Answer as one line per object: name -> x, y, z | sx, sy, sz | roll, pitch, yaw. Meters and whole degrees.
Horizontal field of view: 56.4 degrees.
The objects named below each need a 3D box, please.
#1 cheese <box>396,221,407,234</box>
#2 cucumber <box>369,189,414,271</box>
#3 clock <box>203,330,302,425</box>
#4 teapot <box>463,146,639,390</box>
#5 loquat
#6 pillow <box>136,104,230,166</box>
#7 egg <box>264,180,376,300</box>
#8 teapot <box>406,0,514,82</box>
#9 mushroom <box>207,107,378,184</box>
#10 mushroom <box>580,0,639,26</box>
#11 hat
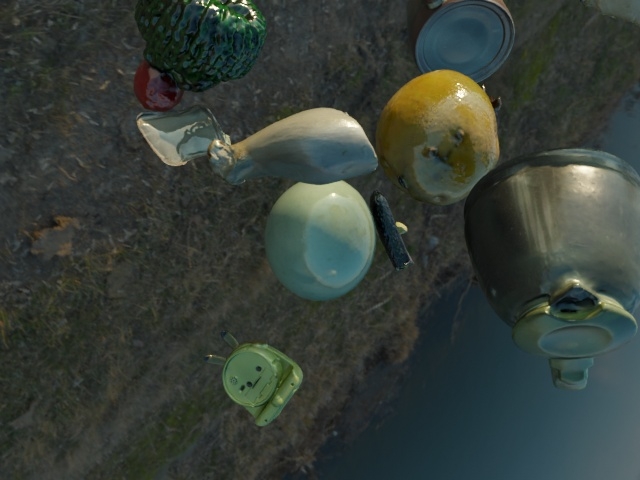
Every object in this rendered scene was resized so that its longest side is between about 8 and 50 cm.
cheese -> 0.220, -0.018, 1.732 | 0.030, 0.044, 0.083 | -74, -173, -46
cucumber -> 0.187, -0.022, 1.639 | 0.067, 0.067, 0.245 | -35, 109, -30
clock -> -0.172, 0.326, 1.463 | 0.170, 0.232, 0.069 | -56, 168, 10
teapot -> 0.307, 0.059, 0.816 | 0.321, 0.240, 0.239 | 107, -8, -54
loquat -> 0.218, -0.188, 1.079 | 0.244, 0.244, 0.243 | -20, 121, -38
pillow -> -0.281, -0.224, 1.257 | 0.130, 0.038, 0.233 | 60, 34, -2
egg -> 0.000, 0.000, 1.475 | 0.276, 0.276, 0.389 | -43, 163, -23
teapot -> 0.295, -0.580, 1.446 | 0.233, 0.312, 0.315 | -29, 133, 23
mushroom -> -0.040, -0.114, 0.795 | 0.116, 0.225, 0.093 | 76, 7, -58
mushroom -> 0.434, -0.376, 0.761 | 0.151, 0.286, 0.156 | -57, 163, -7
hat -> -0.288, -0.412, 1.300 | 0.242, 0.274, 0.332 | -17, 155, -49
